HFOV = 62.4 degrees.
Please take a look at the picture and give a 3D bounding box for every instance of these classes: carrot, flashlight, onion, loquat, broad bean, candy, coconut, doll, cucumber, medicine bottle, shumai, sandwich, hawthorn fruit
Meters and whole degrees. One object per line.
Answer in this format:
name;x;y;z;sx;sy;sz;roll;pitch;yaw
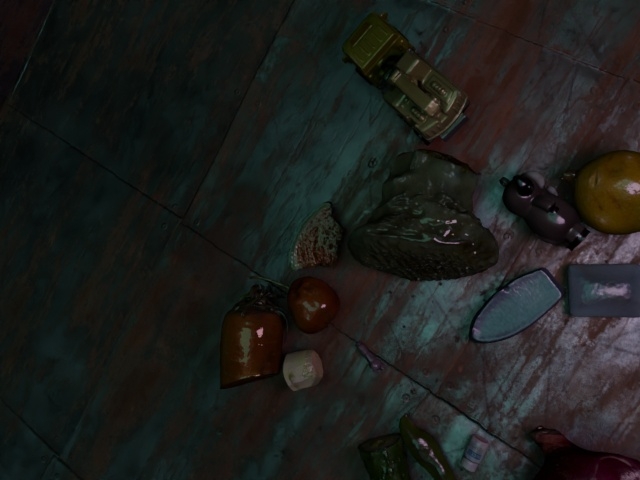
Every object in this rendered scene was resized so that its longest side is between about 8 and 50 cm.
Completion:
carrot;-0.206;0.295;1.616;0.214;0.193;0.332;-5;80;43
flashlight;0.144;0.350;1.578;0.110;0.052;0.031;48;138;22
onion;0.631;0.612;1.271;0.347;0.347;0.385;-37;41;14
loquat;0.723;-0.126;1.311;0.245;0.213;0.214;24;95;19
broad bean;0.320;0.633;1.478;0.075;0.067;0.325;-38;73;23
candy;0.733;0.129;1.360;0.174;0.071;0.138;-2;86;19
coconut;-0.063;0.392;1.607;0.122;0.116;0.116;-20;80;17
doll;0.574;-0.082;1.373;0.117;0.182;0.257;-40;71;-1
cucumber;0.202;0.680;1.494;0.134;0.134;0.245;-21;83;17
medicine bottle;0.423;0.585;1.452;0.052;0.052;0.089;25;95;19
shumai;0.281;-0.074;1.435;0.396;0.324;0.324;3;73;15
sandwich;-0.005;-0.009;1.635;0.159;0.079;0.235;14;95;10
hawthorn fruit;-0.077;0.161;1.598;0.285;0.165;0.165;31;97;15

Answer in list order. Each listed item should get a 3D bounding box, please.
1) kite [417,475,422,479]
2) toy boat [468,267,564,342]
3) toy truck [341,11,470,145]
kite;0.288;0.784;1.510;0.160;0.010;0.183;-43;74;12
toy boat;0.518;0.188;1.431;0.283;0.078;0.127;-39;78;12
toy truck;0.235;-0.457;1.486;0.180;0.254;0.405;-44;71;16
